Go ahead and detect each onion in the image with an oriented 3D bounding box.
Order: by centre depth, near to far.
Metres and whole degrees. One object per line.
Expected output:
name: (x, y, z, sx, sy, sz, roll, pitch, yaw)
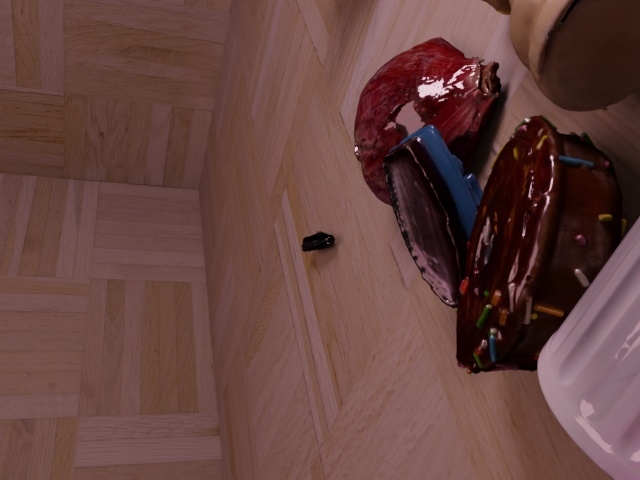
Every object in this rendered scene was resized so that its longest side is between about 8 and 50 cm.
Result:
onion: (0.123, -0.165, 0.807, 0.283, 0.120, 0.227, 142, 124, -65)

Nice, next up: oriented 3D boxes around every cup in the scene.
cup: (0.270, 0.049, 0.341, 0.167, 0.221, 0.202, -51, -18, -59)

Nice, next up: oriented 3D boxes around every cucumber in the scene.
cucumber: (0.000, 0.000, 1.250, 0.039, 0.043, 0.163, 66, 158, -2)

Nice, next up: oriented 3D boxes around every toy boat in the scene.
toy boat: (0.150, -0.025, 0.714, 0.100, 0.097, 0.223, -27, 83, 55)

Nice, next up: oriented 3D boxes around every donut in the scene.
donut: (0.189, 0.011, 0.546, 0.235, 0.089, 0.235, 13, -90, -88)

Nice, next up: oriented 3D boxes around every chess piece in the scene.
chess piece: (0.196, -0.248, 0.534, 0.142, 0.143, 0.260, 113, 147, -45)

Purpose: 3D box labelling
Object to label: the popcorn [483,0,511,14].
popcorn: (0.213, -0.284, 0.659, 0.083, 0.057, 0.082, 121, 146, -49)
